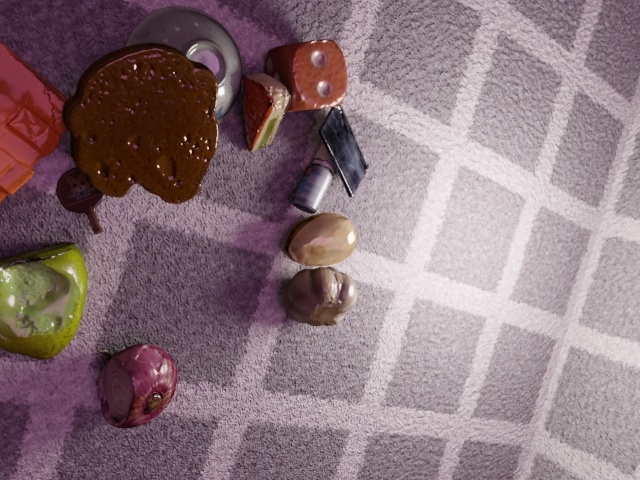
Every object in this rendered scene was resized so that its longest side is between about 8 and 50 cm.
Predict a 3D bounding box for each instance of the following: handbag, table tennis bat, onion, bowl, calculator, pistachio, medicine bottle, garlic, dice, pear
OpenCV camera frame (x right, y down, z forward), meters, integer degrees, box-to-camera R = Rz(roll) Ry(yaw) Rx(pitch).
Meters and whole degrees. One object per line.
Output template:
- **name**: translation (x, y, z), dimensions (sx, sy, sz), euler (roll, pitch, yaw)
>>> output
- **handbag**: translation (-0.738, -0.214, 1.139), dimensions (0.410, 0.116, 0.303), euler (-53, 124, -12)
- **table tennis bat**: translation (-0.554, -0.084, 1.338), dimensions (0.108, 0.119, 0.170), euler (-23, 83, -10)
- **onion**: translation (-0.451, 0.363, 1.397), dimensions (0.201, 0.201, 0.207), euler (2, 85, -32)
- **bowl**: translation (-0.303, -0.420, 1.350), dimensions (0.313, 0.146, 0.313), euler (-7, 104, -32)
- **calculator**: translation (0.071, -0.267, 1.621), dimensions (0.261, 0.021, 0.161), euler (61, 41, -38)
- **pistachio**: translation (0.000, 0.000, 1.618), dimensions (0.230, 0.157, 0.157), euler (-16, 108, -22)
- **medicine bottle**: translation (-0.008, -0.182, 1.616), dimensions (0.083, 0.083, 0.203), euler (34, 76, -32)
- **garlic**: translation (-0.005, 0.158, 1.628), dimensions (0.228, 0.228, 0.152), euler (26, 42, -33)
- **dice**: translation (-0.039, -0.444, 1.494), dimensions (0.175, 0.174, 0.179), euler (-12, 107, -29)
- **pear**: translation (-0.655, 0.148, 1.233), dimensions (0.292, 0.159, 0.292), euler (-9, 107, -31)

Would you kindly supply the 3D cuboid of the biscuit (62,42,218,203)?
- **biscuit**: translation (-0.386, -0.247, 1.262), dimensions (0.359, 0.074, 0.381), euler (-24, 133, -13)

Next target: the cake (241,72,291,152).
- **cake**: translation (-0.137, -0.322, 1.449), dimensions (0.086, 0.117, 0.220), euler (-27, 133, -32)
